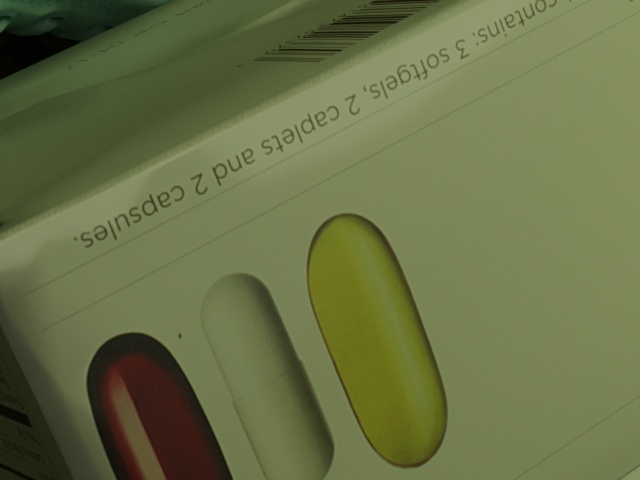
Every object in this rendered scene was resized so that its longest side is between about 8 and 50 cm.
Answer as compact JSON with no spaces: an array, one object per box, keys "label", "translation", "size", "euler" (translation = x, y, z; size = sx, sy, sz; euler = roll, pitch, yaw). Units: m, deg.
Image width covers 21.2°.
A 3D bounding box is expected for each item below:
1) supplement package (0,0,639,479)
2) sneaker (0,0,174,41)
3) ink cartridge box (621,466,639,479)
[{"label":"supplement package","translation":[0.000,0.000,0.526],"size":[0.262,0.204,0.145],"euler":[-30,110,-25]},{"label":"sneaker","translation":[-0.140,-0.117,0.576],"size":[0.135,0.150,0.366],"euler":[42,4,31]},{"label":"ink cartridge box","translation":[0.051,0.290,0.530],"size":[0.285,0.166,0.395],"euler":[-30,92,-28]}]
